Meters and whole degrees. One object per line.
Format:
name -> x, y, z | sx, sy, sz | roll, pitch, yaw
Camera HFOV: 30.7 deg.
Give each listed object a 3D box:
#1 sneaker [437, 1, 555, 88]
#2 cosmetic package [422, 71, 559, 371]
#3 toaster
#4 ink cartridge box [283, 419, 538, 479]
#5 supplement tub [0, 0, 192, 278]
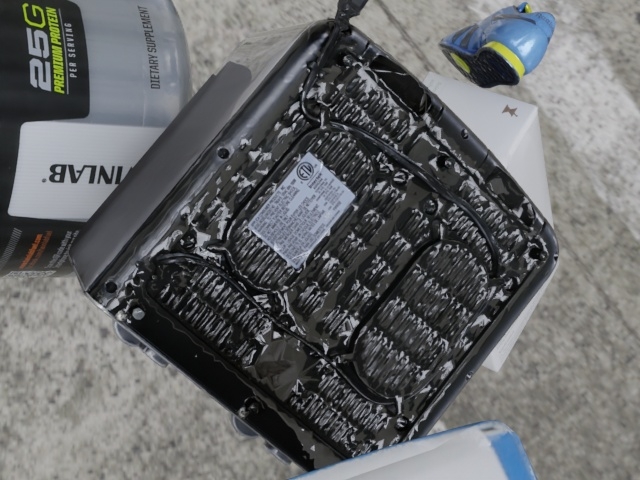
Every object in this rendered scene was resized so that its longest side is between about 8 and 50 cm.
sneaker -> 0.197, -0.219, 1.290 | 0.069, 0.209, 0.082 | 43, 86, -16
cosmetic package -> 0.182, -0.012, 1.454 | 0.197, 0.155, 0.365 | -56, 150, -20
toaster -> 0.000, 0.000, 0.533 | 0.168, 0.110, 0.186 | 42, 82, -23
ink cartridge box -> -0.007, 0.269, 0.431 | 0.166, 0.395, 0.285 | -15, 70, -19
supplement tub -> -0.244, -0.074, 0.624 | 0.316, 0.193, 0.193 | -1, 113, -35
